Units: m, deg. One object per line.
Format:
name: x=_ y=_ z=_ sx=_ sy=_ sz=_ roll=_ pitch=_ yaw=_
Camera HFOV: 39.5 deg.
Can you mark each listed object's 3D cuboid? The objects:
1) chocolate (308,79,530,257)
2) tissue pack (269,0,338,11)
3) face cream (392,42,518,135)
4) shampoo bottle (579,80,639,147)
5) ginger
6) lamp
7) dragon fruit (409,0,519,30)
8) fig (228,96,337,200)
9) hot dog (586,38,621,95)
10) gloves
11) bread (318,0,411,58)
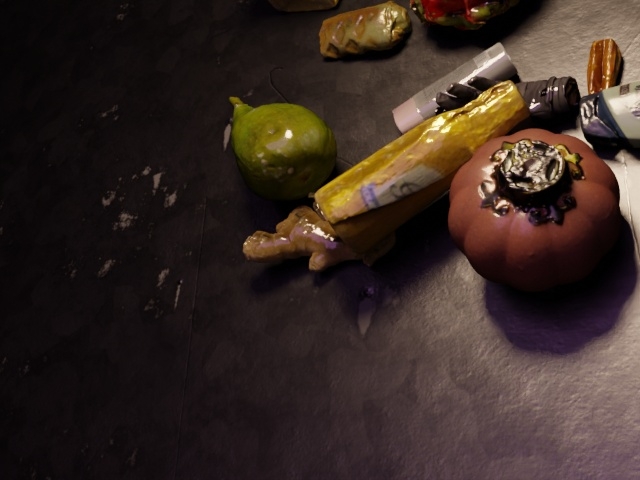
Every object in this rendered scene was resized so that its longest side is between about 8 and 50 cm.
chocolate: x=0.192 y=-0.155 z=1.704 sx=0.445 sy=0.162 sz=0.162 roll=-36 pitch=50 yaw=10
tissue pack: x=-0.040 y=-0.809 z=2.216 sx=0.228 sy=0.293 sz=0.382 roll=8 pitch=68 yaw=35
face cream: x=0.276 y=-0.312 z=1.868 sx=0.269 sy=0.073 sz=0.107 roll=-30 pitch=21 yaw=13
shampoo bottle: x=0.650 y=-0.238 z=1.588 sx=0.359 sy=0.078 sz=0.134 roll=-10 pitch=65 yaw=28
ginger: x=0.000 y=0.000 z=1.868 sx=0.333 sy=0.081 sz=0.148 roll=8 pitch=53 yaw=24
lamp: x=0.369 y=-0.065 z=1.550 sx=0.305 sy=0.239 sz=0.305 roll=-7 pitch=57 yaw=11
dragon fruit: x=0.317 y=-0.579 z=1.905 sx=0.302 sy=0.237 sz=0.231 roll=-41 pitch=28 yaw=20
fig: x=-0.083 y=-0.226 z=1.968 sx=0.233 sy=0.233 sz=0.314 roll=-26 pitch=43 yaw=18
hot dog: x=0.549 y=-0.327 z=1.730 sx=0.062 sy=0.038 sz=0.144 roll=-2 pitch=65 yaw=29
gloves: x=0.366 y=-0.262 z=1.764 sx=0.285 sy=0.119 sz=0.142 roll=3 pitch=63 yaw=18
bread: x=0.100 y=-0.500 z=2.092 sx=0.232 sy=0.088 sz=0.128 roll=2 pitch=57 yaw=39
